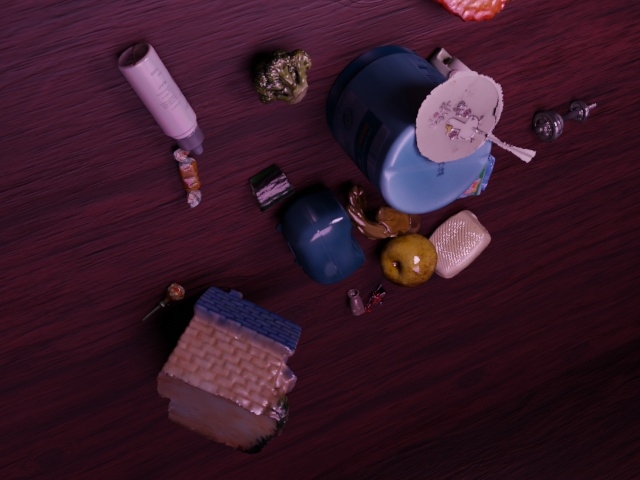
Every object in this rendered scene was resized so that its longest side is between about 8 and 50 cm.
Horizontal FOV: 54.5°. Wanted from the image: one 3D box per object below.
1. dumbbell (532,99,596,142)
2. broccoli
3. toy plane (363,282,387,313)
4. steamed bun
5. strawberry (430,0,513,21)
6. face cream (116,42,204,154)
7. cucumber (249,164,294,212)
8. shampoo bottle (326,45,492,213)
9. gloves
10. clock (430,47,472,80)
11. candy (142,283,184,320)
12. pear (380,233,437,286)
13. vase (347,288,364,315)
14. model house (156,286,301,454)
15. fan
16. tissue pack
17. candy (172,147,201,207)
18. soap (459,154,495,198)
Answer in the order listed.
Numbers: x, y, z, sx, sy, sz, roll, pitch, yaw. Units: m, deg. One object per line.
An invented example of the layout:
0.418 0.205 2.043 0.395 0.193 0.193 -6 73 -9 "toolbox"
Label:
0.814 -0.409 2.058 0.254 0.110 0.110 -25 138 -16 "dumbbell"
-0.092 -0.402 1.523 0.162 0.138 0.146 -44 172 0 "broccoli"
0.202 0.225 2.342 0.060 0.037 0.145 26 112 -38 "toy plane"
0.491 0.018 2.229 0.239 0.170 0.152 -46 155 15 "steamed bun"
0.358 -0.688 1.513 0.335 0.149 0.265 -1 137 -16 "strawberry"
-0.359 -0.316 1.477 0.092 0.092 0.311 -30 137 -1 "face cream"
-0.141 -0.144 1.787 0.115 0.062 0.116 -33 139 -4 "cucumber"
0.231 -0.292 1.651 0.331 0.343 0.331 -16 136 -17 "shampoo bottle"
0.183 -0.073 1.972 0.331 0.154 0.141 7 124 -43 "gloves"
0.394 -0.441 1.714 0.062 0.191 0.151 -46 136 16 "clock"
-0.492 0.197 1.927 0.184 0.049 0.055 -39 108 17 "candy"
0.308 0.064 2.144 0.197 0.197 0.197 -16 135 -16 "pear"
0.128 0.226 2.290 0.053 0.053 0.101 -23 133 -9 "vase"
-0.256 0.393 1.968 0.394 0.400 0.445 20 144 0 "model house"
0.387 -0.262 1.505 0.414 0.012 0.233 19 118 -37 "fan"
0.000 0.000 1.896 0.206 0.198 0.287 -31 140 -3 "tissue pack"
-0.350 -0.172 1.652 0.053 0.046 0.182 -16 130 -12 "candy"
0.430 -0.206 2.039 0.293 0.077 0.156 -13 134 -20 "soap"
